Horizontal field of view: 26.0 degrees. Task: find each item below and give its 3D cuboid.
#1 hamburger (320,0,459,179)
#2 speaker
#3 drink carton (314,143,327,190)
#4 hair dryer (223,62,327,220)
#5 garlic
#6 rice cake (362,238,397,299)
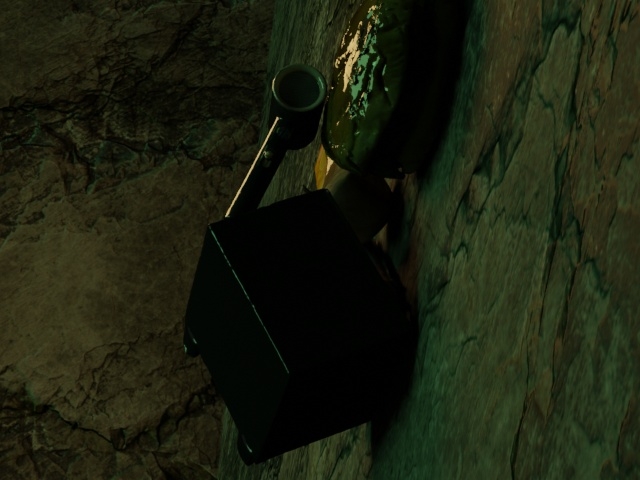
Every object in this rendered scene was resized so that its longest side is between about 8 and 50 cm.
[{"bbox_3d":[0.079,-0.210,1.734,0.285,0.134,0.265,-174,92,-80],"label":"hamburger"},{"bbox_3d":[-0.033,0.113,1.692,0.232,0.184,0.254,59,152,27],"label":"speaker"},{"bbox_3d":[0.040,-0.093,2.064,0.223,0.071,0.096,-96,19,-63],"label":"drink carton"},{"bbox_3d":[-0.071,-0.092,1.752,0.255,0.070,0.128,-62,-4,-19],"label":"hair dryer"},{"bbox_3d":[0.031,-0.053,1.822,0.090,0.128,0.198,-28,13,26],"label":"garlic"},{"bbox_3d":[0.063,0.038,1.823,0.270,0.049,0.055,-107,29,-72],"label":"rice cake"}]
